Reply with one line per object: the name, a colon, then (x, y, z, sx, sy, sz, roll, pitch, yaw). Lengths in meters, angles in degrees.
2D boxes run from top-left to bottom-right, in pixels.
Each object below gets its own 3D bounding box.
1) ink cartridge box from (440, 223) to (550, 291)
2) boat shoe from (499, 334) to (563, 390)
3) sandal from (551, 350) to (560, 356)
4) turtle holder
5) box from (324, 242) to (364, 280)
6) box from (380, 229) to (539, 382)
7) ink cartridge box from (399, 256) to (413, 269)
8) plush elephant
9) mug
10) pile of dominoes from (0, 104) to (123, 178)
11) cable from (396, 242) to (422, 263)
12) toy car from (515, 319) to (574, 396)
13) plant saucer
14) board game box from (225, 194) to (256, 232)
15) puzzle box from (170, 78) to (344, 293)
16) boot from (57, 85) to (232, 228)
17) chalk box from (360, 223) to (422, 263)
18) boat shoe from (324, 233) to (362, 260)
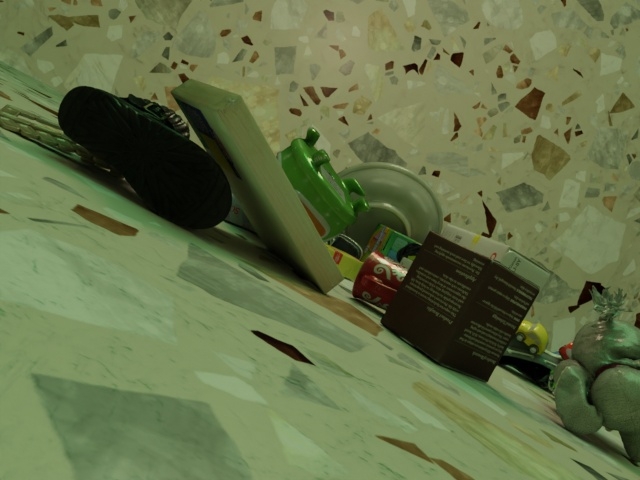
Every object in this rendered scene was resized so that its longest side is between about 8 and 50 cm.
ink cartridge box: (0.438, 0.134, 1.850, 0.160, 0.279, 0.384, 29, 3, -16)
boat shoe: (0.560, 0.336, 1.619, 0.319, 0.116, 0.099, 35, 46, -6)
sandal: (0.756, 0.390, 1.946, 0.138, 0.126, 0.317, 25, 0, 28)
turtle holder: (-0.048, -0.122, 1.513, 0.243, 0.227, 0.320, 41, 16, -46)
box: (0.015, 0.042, 1.653, 0.087, 0.058, 0.232, 30, 3, 41)
box: (0.256, 0.120, 1.186, 0.167, 0.203, 0.168, 26, 4, -39)
ink cartridge box: (0.242, 0.135, 1.486, 0.127, 0.128, 0.176, 27, 4, -17)
plush elephant: (0.575, 0.283, 1.210, 0.271, 0.255, 0.330, -12, -57, 26)
mug: (0.157, 0.115, 1.336, 0.169, 0.113, 0.150, 27, 36, 21)
pile of dominoes: (-0.495, -0.183, 1.232, 0.251, 0.040, 0.196, 20, 12, -21)
cable: (0.279, 0.062, 1.604, 0.184, 0.047, 0.150, 17, -17, 23)
toy car: (0.579, 0.296, 1.530, 0.239, 0.053, 0.225, 22, 37, -13)
plant saucer: (0.177, -0.047, 1.987, 0.400, 0.400, 0.101, 28, 35, -8)
board game box: (-0.314, -0.136, 1.598, 0.318, 0.066, 0.318, 31, 4, 40)
puzzle box: (-0.119, -0.104, 1.203, 0.272, 0.052, 0.409, 35, -22, 55)
boot: (-0.288, -0.159, 1.188, 0.348, 0.131, 0.260, 40, 6, 0)
chalk box: (0.225, 0.077, 1.795, 0.180, 0.179, 0.289, 27, 3, -9)
boat shoe: (0.000, 0.000, 1.859, 0.254, 0.095, 0.079, 27, 2, 8)
